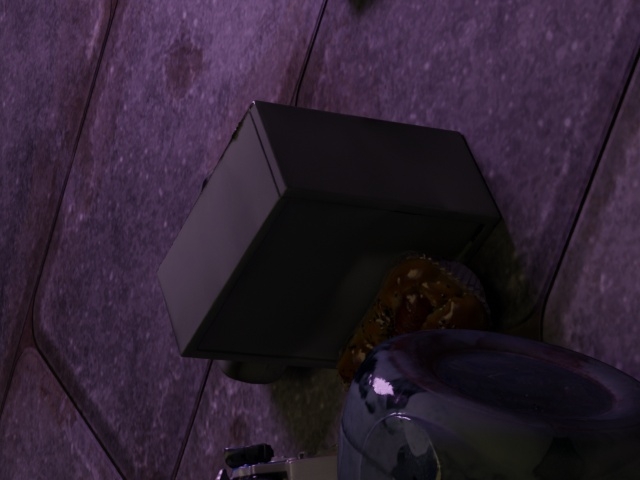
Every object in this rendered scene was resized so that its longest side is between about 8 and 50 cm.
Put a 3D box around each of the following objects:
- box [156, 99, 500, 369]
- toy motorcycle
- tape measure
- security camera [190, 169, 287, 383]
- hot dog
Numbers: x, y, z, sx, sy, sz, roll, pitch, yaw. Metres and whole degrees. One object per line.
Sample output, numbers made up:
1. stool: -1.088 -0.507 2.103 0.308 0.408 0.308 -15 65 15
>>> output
1. box: 0.000 0.000 1.736 0.225 0.225 0.117 -57 40 37
2. toy motorcycle: 0.013 0.220 1.729 0.150 0.221 0.102 43 -140 -72
3. tape measure: 0.141 0.170 1.433 0.275 0.256 0.147 -109 29 -74
4. security camera: -0.084 0.034 2.021 0.301 0.080 0.157 -123 45 -60
5. hot dog: 0.084 0.090 1.717 0.108 0.059 0.191 36 130 8
